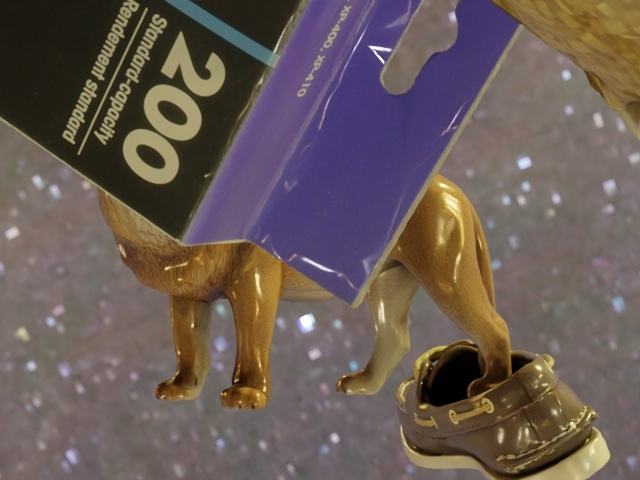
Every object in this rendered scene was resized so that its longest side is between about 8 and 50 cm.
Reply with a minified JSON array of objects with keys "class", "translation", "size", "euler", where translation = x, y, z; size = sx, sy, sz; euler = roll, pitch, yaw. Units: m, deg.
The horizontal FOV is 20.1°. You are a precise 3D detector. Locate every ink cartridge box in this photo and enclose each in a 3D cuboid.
[{"class":"ink cartridge box","translation":[-0.032,-0.108,0.591],"size":[0.208,0.206,0.045],"euler":[33,-157,9]}]

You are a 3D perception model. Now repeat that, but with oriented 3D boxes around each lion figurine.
[{"class":"lion figurine","translation":[0.000,0.000,1.331],"size":[0.392,0.240,0.142],"euler":[3,179,-41]}]

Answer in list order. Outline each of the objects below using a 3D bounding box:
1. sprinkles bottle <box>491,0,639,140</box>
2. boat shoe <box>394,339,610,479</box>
[{"class":"sprinkles bottle","translation":[0.003,-0.133,0.324],"size":[0.121,0.355,0.121],"euler":[-44,-154,28]},{"class":"boat shoe","translation":[0.127,0.129,1.453],"size":[0.117,0.096,0.324],"euler":[-28,-171,-11]}]
